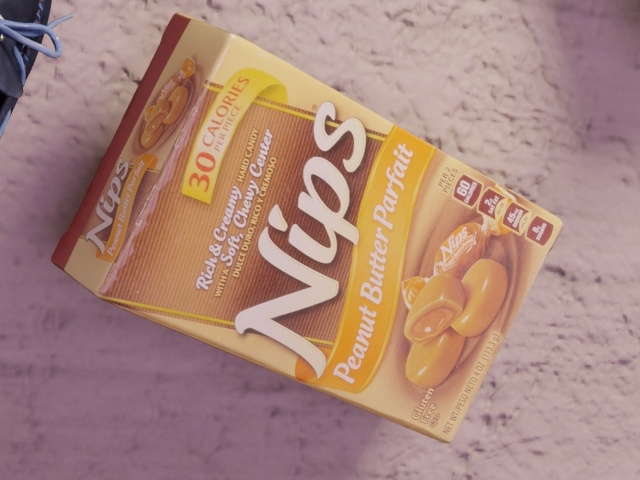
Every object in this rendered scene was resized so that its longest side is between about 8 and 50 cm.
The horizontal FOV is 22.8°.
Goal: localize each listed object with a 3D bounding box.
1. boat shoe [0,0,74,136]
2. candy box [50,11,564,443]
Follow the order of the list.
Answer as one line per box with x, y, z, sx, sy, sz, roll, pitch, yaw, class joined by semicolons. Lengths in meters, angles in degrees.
-0.212;-0.105;0.985;0.109;0.089;0.258;10;98;-24;boat shoe
0.000;0.000;1.070;0.316;0.087;0.183;26;91;-36;candy box
